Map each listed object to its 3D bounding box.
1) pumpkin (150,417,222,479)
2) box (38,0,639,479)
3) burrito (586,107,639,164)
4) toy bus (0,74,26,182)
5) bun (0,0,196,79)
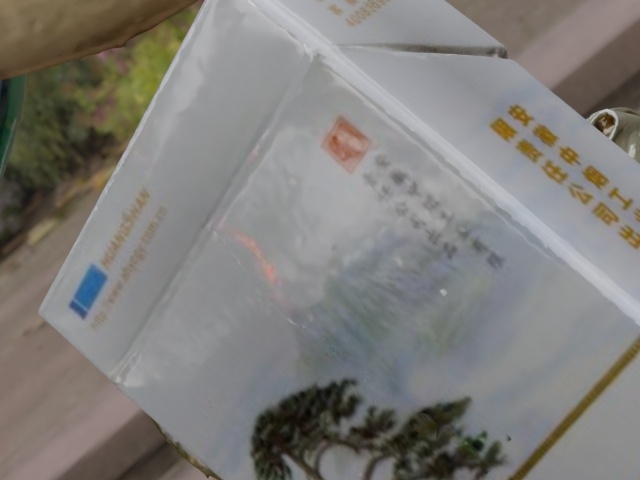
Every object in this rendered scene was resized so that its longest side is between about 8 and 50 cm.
[{"bbox_3d":[0.000,0.000,1.008,0.325,0.242,0.232,-92,23,-72],"label":"pumpkin"},{"bbox_3d":[0.042,0.038,0.468,0.067,0.233,0.149,-39,-13,-53],"label":"box"},{"bbox_3d":[0.113,-0.001,0.715,0.059,0.082,0.275,-32,-10,-8],"label":"burrito"},{"bbox_3d":[-0.333,-0.108,0.931,0.183,0.199,0.343,-4,-12,27],"label":"toy bus"},{"bbox_3d":[-0.143,-0.218,0.778,0.298,0.165,0.299,-13,40,11],"label":"bun"}]
